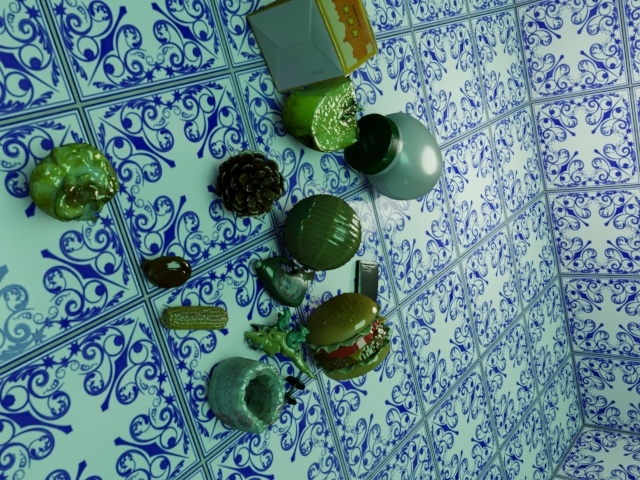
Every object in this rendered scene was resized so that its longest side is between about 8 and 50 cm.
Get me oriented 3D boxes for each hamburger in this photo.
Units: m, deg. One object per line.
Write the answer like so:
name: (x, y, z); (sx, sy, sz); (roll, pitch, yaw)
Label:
hamburger: (0.079, 0.285, 1.999); (0.274, 0.275, 0.212); (-45, 121, -39)

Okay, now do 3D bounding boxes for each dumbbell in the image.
dumbbell: (-0.090, 0.465, 1.956); (0.069, 0.069, 0.147); (56, 52, -31)

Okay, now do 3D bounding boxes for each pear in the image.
pear: (-0.010, -0.378, 2.002); (0.255, 0.164, 0.238); (-39, 136, -32)

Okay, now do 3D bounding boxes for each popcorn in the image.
popcorn: (-0.537, -0.113, 1.380); (0.198, 0.212, 0.197); (-12, 120, -21)

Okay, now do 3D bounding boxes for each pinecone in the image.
pinecone: (-0.190, -0.153, 1.770); (0.208, 0.208, 0.207); (1, 88, -48)

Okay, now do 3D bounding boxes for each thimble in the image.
thimble: (-0.208, 0.438, 1.772); (0.185, 0.149, 0.210); (-4, 93, -50)

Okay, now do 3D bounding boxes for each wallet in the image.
wallet: (0.168, 0.194, 2.278); (0.124, 0.025, 0.244); (9, 82, -48)

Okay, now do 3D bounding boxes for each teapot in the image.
teapot: (-0.398, 0.074, 1.629); (0.129, 0.078, 0.098); (9, 123, -35)

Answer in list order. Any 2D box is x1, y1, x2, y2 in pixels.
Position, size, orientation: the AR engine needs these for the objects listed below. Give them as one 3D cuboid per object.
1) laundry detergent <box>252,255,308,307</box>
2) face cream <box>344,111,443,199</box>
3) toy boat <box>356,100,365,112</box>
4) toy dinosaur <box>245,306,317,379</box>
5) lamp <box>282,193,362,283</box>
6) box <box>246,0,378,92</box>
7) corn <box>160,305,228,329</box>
laundry detergent: (-0.127, 0.109, 1.932); (0.211, 0.063, 0.137); (41, 58, -37)
face cream: (0.279, -0.305, 2.266); (0.357, 0.220, 0.312); (15, 79, -46)
toy boat: (0.129, -0.481, 2.241); (0.083, 0.038, 0.038); (25, 71, -43)
toy dinosaur: (-0.094, 0.314, 1.897); (0.259, 0.094, 0.153); (38, 60, -6)
lamp: (0.000, 0.000, 1.936); (0.250, 0.250, 0.284); (33, 69, -42)
box: (-0.019, -0.622, 1.896); (0.214, 0.284, 0.259); (-43, 120, -40)
corn: (-0.333, 0.208, 1.696); (0.207, 0.068, 0.068); (10, 82, -45)
